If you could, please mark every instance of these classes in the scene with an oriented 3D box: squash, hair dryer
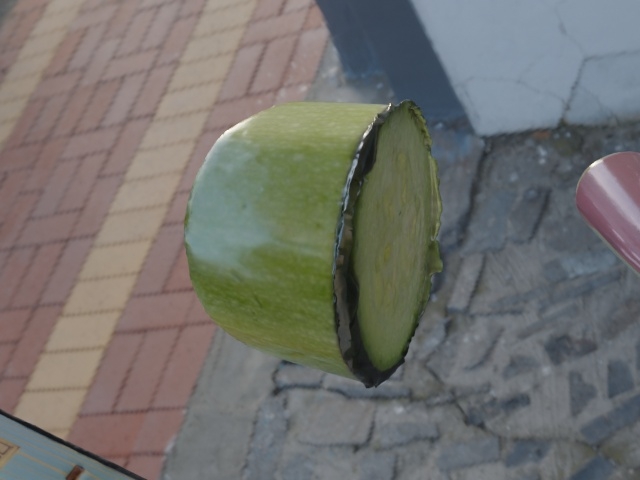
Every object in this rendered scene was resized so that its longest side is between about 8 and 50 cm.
[{"bbox_3d":[0.014,-0.002,0.836,0.133,0.220,0.220,5,55,30],"label":"squash"},{"bbox_3d":[0.221,0.020,0.660,0.054,0.154,0.106,-39,42,12],"label":"hair dryer"}]

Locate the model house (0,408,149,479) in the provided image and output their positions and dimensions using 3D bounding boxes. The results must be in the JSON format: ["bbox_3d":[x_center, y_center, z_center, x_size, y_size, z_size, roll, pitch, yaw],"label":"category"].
[{"bbox_3d":[-0.218,0.184,0.554,0.178,0.271,0.206,-60,2,11],"label":"model house"}]
